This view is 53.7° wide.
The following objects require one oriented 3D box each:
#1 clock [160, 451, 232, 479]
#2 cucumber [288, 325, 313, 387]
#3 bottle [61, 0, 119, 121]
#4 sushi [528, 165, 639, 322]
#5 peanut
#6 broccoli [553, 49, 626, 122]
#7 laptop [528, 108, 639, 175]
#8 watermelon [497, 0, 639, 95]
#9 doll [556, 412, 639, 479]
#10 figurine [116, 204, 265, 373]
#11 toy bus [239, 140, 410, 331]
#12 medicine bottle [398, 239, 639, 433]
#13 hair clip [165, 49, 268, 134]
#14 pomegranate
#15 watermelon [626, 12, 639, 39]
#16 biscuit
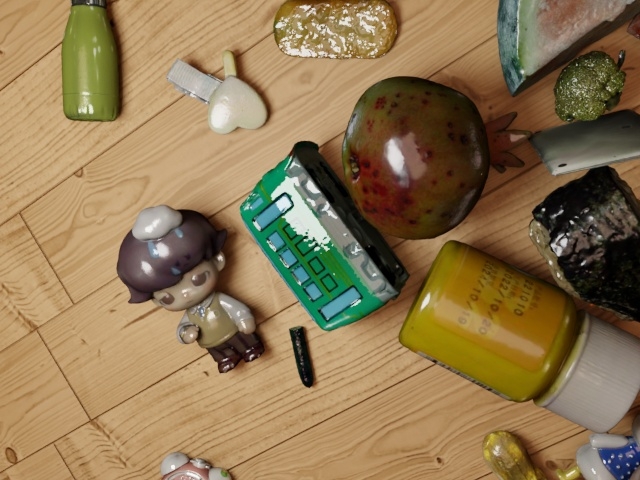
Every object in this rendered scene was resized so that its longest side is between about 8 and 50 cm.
[{"bbox_3d":[-0.285,0.559,1.403,0.166,0.093,0.162,18,91,10],"label":"clock"},{"bbox_3d":[-0.038,0.247,1.332,0.032,0.032,0.133,-11,96,14],"label":"cucumber"},{"bbox_3d":[-0.476,-0.379,1.308,0.112,0.112,0.259,2,97,12],"label":"bottle"},{"bbox_3d":[0.478,0.019,1.052,0.171,0.350,0.210,-35,50,27],"label":"sushi"},{"bbox_3d":[0.392,0.464,1.238,0.087,0.087,0.206,-36,87,14],"label":"peanut"},{"bbox_3d":[0.475,-0.269,1.117,0.120,0.130,0.131,21,80,-26],"label":"broccoli"},{"bbox_3d":[0.456,-0.168,1.052,0.188,0.269,0.015,-12,110,14],"label":"laptop"},{"bbox_3d":[0.438,-0.423,1.062,0.259,0.228,0.386,12,105,3],"label":"watermelon"},{"bbox_3d":[0.584,0.389,1.177,0.293,0.119,0.138,-39,96,20],"label":"doll"},{"bbox_3d":[-0.266,0.109,1.276,0.218,0.206,0.364,-25,93,28],"label":"figurine"},{"bbox_3d":[0.000,0.000,1.217,0.199,0.183,0.343,-36,87,20],"label":"toy bus"},{"bbox_3d":[0.355,0.172,1.137,0.385,0.224,0.224,26,102,9],"label":"medicine bottle"},{"bbox_3d":[-0.201,-0.304,1.285,0.219,0.071,0.159,29,100,3],"label":"hair clip"},{"bbox_3d":[0.190,-0.165,1.136,0.323,0.291,0.290,-35,88,-28],"label":"pomegranate"},{"bbox_3d":[0.585,-0.382,1.109,0.084,0.072,0.092,-48,124,3],"label":"watermelon"},{"bbox_3d":[0.026,-0.415,1.236,0.247,0.029,0.118,6,105,11],"label":"biscuit"}]
